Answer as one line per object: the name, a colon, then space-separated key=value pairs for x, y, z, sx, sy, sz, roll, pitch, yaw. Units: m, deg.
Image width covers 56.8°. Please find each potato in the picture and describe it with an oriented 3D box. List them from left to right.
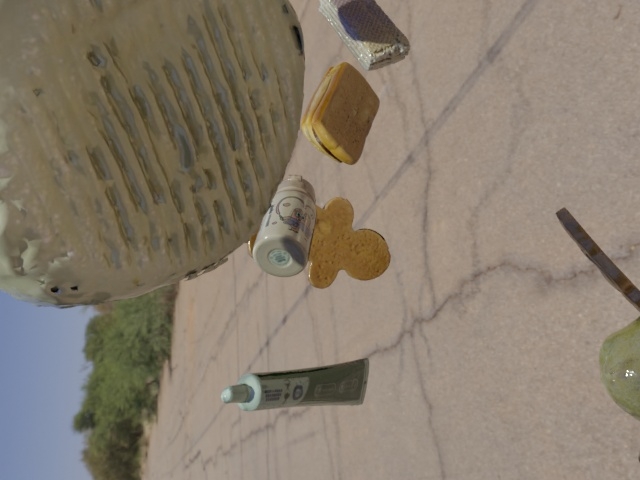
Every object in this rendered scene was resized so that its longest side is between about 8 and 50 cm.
potato: x=0.514 y=0.178 z=0.836 sx=0.160 sy=0.235 sz=0.178 roll=86 pitch=179 yaw=-46

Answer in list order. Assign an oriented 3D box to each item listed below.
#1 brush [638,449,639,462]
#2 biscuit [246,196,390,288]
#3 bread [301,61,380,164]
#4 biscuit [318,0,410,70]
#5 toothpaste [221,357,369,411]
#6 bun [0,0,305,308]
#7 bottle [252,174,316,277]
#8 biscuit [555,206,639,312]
brush: x=0.526 y=0.287 z=0.924 sx=0.021 sy=0.196 sz=0.070 roll=36 pitch=131 yaw=21
biscuit: x=0.000 y=0.000 z=1.341 sx=0.047 sy=0.339 sz=0.216 roll=166 pitch=118 yaw=-72
bread: x=0.036 y=-0.229 z=1.080 sx=0.077 sy=0.116 sz=0.200 roll=-15 pitch=41 yaw=40
biscuit: x=0.090 y=-0.468 z=1.282 sx=0.239 sy=0.108 sz=0.062 roll=58 pitch=160 yaw=23
toothpaste: x=-0.029 y=0.271 z=1.097 sx=0.061 sy=0.392 sz=0.099 roll=8 pitch=88 yaw=40
bun: x=-0.186 y=-0.127 z=0.524 sx=0.211 sy=0.359 sz=0.360 roll=14 pitch=104 yaw=43
bottle: x=-0.056 y=-0.030 z=1.084 sx=0.209 sy=0.097 sz=0.110 roll=-79 pitch=-8 yaw=-51
biscuit: x=0.497 y=0.040 z=1.036 sx=0.040 sy=0.144 sz=0.236 roll=-41 pitch=74 yaw=24
